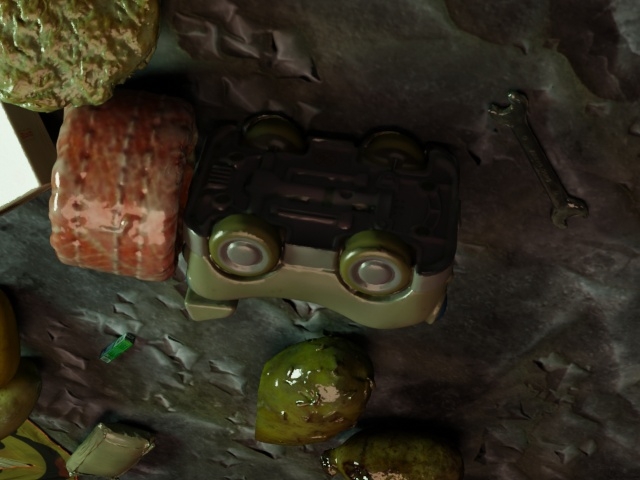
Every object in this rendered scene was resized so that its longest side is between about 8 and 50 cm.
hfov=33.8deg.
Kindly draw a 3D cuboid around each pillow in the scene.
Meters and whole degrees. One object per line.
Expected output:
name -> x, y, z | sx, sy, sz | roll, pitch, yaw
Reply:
pillow -> -0.399, 0.401, 2.000 | 0.119, 0.053, 0.208 | 23, 136, -22

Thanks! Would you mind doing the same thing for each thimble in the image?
thimble -> -0.244, -0.077, 1.319 | 0.162, 0.239, 0.239 | 7, 138, -3

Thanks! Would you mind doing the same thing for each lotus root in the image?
lotus root -> 0.125, 0.397, 1.864 | 0.260, 0.129, 0.145 | 5, 148, 5

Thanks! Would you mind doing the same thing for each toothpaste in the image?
toothpaste -> -0.342, 0.181, 1.775 | 0.020, 0.017, 0.083 | 35, 132, -23

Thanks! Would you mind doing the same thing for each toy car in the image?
toy car -> 0.000, 0.000, 1.355 | 0.335, 0.242, 0.226 | 8, 136, 1

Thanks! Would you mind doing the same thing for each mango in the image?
mango -> -0.549, 0.160, 1.706 | 0.137, 0.098, 0.195 | 16, 106, -14

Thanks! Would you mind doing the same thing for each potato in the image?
potato -> -0.027, 0.257, 1.720 | 0.176, 0.141, 0.298 | 32, 133, -11
potato -> -0.568, 0.270, 1.827 | 0.194, 0.157, 0.157 | -28, 129, 14

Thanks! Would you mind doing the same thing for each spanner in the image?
spanner -> 0.285, -0.101, 1.369 | 0.054, 0.015, 0.254 | -16, 133, 27

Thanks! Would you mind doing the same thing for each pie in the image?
pie -> -0.304, -0.249, 1.210 | 0.247, 0.090, 0.201 | 3, 103, 0

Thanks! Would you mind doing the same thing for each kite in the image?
kite -> -0.643, 0.428, 2.100 | 0.327, 0.013, 0.378 | 14, 139, -6

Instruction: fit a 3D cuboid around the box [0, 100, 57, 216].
box -> -0.444, -0.101, 1.396 | 0.201, 0.058, 0.141 | -25, 92, 31
